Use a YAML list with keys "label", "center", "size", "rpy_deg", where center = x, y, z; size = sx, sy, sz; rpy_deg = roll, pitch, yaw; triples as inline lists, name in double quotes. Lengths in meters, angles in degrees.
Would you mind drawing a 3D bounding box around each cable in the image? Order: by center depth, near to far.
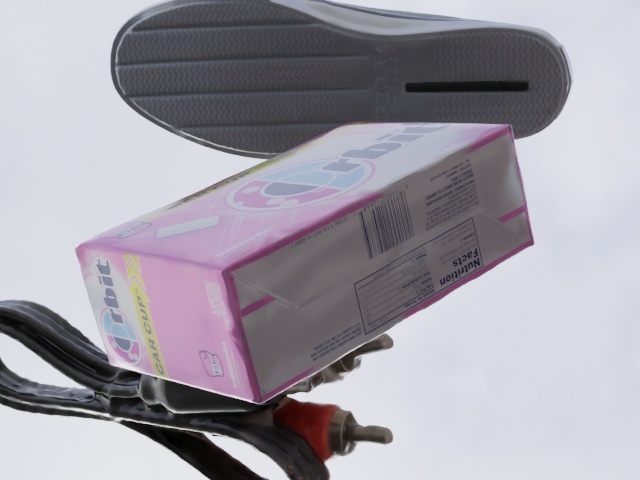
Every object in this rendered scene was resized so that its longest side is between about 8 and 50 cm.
- label: "cable"
  center: [-0.086, 0.089, 0.974]
  size: [0.287, 0.072, 0.139]
  rpy_deg: [-1, -71, 35]

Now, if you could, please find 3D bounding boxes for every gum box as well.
- label: "gum box"
  center: [0.000, 0.000, 0.747]
  size: [0.188, 0.107, 0.062]
  rpy_deg: [-27, -68, -36]

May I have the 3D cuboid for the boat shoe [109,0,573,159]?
- label: "boat shoe"
  center: [0.014, -0.108, 1.094]
  size: [0.302, 0.094, 0.109]
  rpy_deg: [5, -80, 3]
